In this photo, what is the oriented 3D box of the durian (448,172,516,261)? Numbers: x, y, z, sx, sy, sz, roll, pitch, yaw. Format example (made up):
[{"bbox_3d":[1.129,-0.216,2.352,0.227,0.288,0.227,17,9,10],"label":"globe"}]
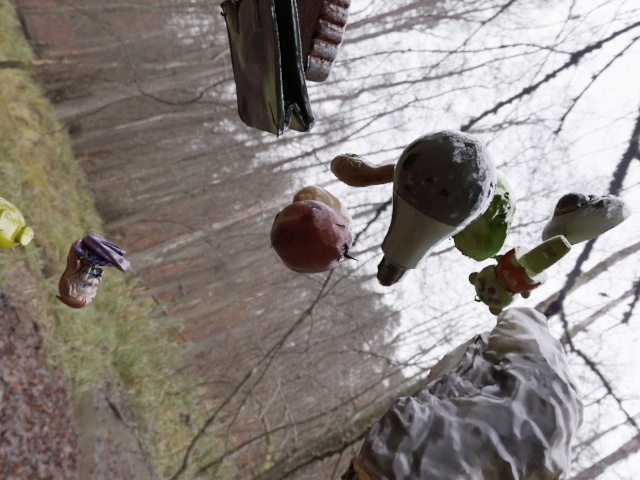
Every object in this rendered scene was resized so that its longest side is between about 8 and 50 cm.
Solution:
[{"bbox_3d":[0.437,-0.084,1.355,0.340,0.204,0.256,-59,148,-57],"label":"durian"}]

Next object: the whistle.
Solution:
[{"bbox_3d":[0.490,0.083,1.208,0.288,0.106,0.131,-46,-113,41],"label":"whistle"}]

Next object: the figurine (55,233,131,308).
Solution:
[{"bbox_3d":[-0.462,0.056,0.966,0.114,0.157,0.126,49,5,16],"label":"figurine"}]

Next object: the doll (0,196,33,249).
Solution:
[{"bbox_3d":[-0.417,-0.024,0.554,0.106,0.162,0.062,79,20,-62],"label":"doll"}]

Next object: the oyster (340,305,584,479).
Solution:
[{"bbox_3d":[0.115,0.175,0.406,0.166,0.341,0.110,60,-25,22],"label":"oyster"}]

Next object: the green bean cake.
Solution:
[{"bbox_3d":[-0.024,-0.499,1.135,0.198,0.097,0.233,34,-65,47],"label":"green bean cake"}]

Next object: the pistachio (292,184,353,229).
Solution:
[{"bbox_3d":[0.009,-0.087,1.446,0.200,0.117,0.145,31,6,-20],"label":"pistachio"}]

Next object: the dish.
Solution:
[{"bbox_3d":[0.817,-0.094,1.538,0.134,0.273,0.273,62,-18,-3],"label":"dish"}]

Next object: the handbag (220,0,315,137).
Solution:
[{"bbox_3d":[-0.106,-0.339,0.921,0.247,0.079,0.260,35,-42,57],"label":"handbag"}]

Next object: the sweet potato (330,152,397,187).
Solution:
[{"bbox_3d":[0.135,-0.212,1.494,0.385,0.109,0.109,24,-49,56],"label":"sweet potato"}]

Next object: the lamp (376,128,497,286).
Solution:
[{"bbox_3d":[0.208,-0.055,0.908,0.182,0.181,0.314,55,-37,40],"label":"lamp"}]

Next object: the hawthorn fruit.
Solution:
[{"bbox_3d":[0.000,0.000,1.120,0.235,0.181,0.181,18,-49,32],"label":"hawthorn fruit"}]
